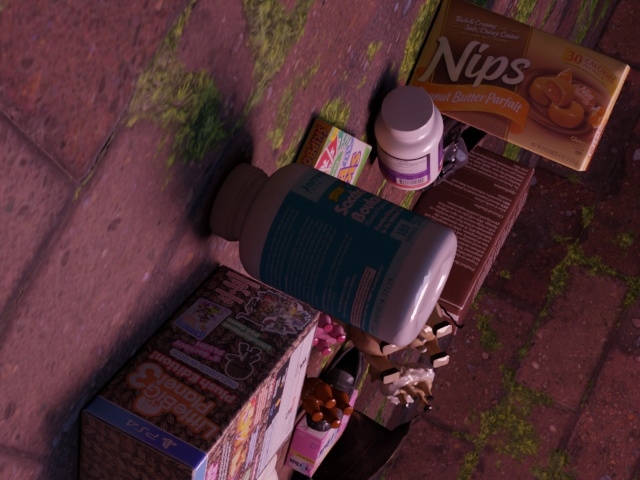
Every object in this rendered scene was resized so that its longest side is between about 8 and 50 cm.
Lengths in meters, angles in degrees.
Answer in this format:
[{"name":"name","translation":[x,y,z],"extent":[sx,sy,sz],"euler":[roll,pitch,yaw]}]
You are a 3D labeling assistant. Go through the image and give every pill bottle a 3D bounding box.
[{"name":"pill bottle","translation":[0.139,-0.163,1.754],"extent":[0.108,0.108,0.193],"euler":[-61,165,-16]},{"name":"pill bottle","translation":[0.010,0.004,1.262],"extent":[0.146,0.264,0.146],"euler":[-59,165,-26]}]

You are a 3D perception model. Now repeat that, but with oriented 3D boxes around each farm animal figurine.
[{"name":"farm animal figurine","translation":[0.076,0.136,1.878],"extent":[0.327,0.172,0.330],"euler":[0,123,-28]}]

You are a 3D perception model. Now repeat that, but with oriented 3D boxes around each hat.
[{"name":"hat","translation":[0.060,0.450,2.407],"extent":[0.331,0.134,0.331],"euler":[-43,175,-5]}]

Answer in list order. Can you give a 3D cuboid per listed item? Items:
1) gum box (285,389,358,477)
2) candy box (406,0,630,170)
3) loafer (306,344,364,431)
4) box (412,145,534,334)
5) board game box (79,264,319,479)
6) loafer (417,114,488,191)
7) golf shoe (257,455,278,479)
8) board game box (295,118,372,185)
[{"name":"gum box","translation":[0.006,0.374,2.253],"extent":[0.188,0.062,0.107],"euler":[-46,157,-52]},{"name":"candy box","translation":[0.316,-0.255,1.803],"extent":[0.183,0.316,0.087],"euler":[-68,164,10]},{"name":"loafer","translation":[0.029,0.286,2.184],"extent":[0.223,0.076,0.078],"euler":[-54,158,-51]},{"name":"box","translation":[0.286,-0.014,2.352],"extent":[0.381,0.191,0.143],"euler":[-57,163,-27]},{"name":"board game box","translation":[-0.143,0.216,1.318],"extent":[0.291,0.141,0.232],"euler":[-49,158,-47]},{"name":"loafer","translation":[0.264,-0.191,2.168],"extent":[0.302,0.095,0.109],"euler":[-52,161,-40]},{"name":"golf shoe","translation":[-0.143,0.356,1.654],"extent":[0.306,0.115,0.140],"euler":[-43,144,-70]},{"name":"board game box","translation":[0.013,-0.095,1.578],"extent":[0.124,0.039,0.259],"euler":[-65,168,5]}]
